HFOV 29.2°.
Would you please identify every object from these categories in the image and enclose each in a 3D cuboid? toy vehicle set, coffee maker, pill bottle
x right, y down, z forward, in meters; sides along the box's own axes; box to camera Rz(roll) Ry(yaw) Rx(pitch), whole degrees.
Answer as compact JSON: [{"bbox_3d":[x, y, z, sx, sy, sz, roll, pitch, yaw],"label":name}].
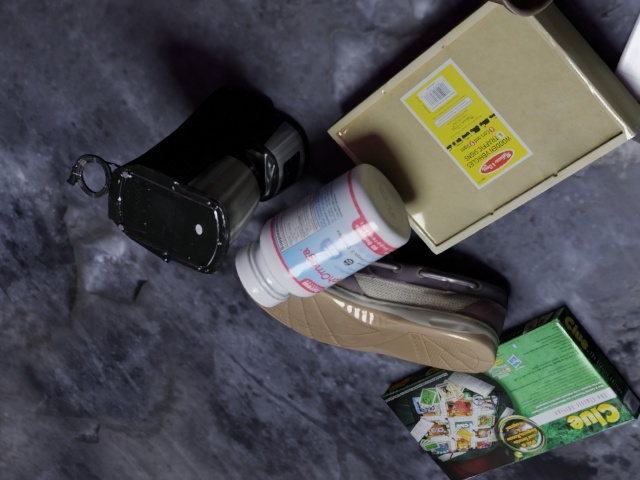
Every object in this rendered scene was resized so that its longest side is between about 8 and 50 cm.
[{"bbox_3d":[0.142,-0.106,1.116,0.166,0.035,0.267,49,137,-7],"label":"toy vehicle set"},{"bbox_3d":[-0.122,-0.076,1.221,0.171,0.178,0.120,41,131,-2],"label":"coffee maker"},{"bbox_3d":[0.000,0.000,1.178,0.160,0.087,0.087,-31,102,23],"label":"pill bottle"}]

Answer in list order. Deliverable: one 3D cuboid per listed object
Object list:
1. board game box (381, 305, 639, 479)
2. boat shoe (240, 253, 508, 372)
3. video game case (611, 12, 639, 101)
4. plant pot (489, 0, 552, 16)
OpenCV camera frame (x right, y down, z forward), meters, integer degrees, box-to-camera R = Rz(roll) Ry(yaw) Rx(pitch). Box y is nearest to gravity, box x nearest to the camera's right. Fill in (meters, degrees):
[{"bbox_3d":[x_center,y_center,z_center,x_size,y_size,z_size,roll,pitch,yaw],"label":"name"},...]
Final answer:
[{"bbox_3d":[0.196,0.170,1.298,0.260,0.030,0.136,-31,100,42],"label":"board game box"},{"bbox_3d":[0.056,0.057,1.263,0.285,0.092,0.103,13,146,24],"label":"boat shoe"},{"bbox_3d":[0.325,-0.159,0.986,0.143,0.019,0.157,27,133,14],"label":"video game case"},{"bbox_3d":[0.102,-0.272,0.960,0.165,0.167,0.167,18,129,30],"label":"plant pot"}]
